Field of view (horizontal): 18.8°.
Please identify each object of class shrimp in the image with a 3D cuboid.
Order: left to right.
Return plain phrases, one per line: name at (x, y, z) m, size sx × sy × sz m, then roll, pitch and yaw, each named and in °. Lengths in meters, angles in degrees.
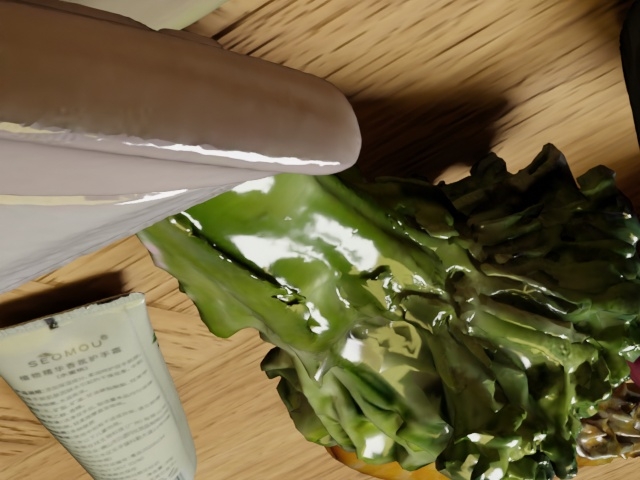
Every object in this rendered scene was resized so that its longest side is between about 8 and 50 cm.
shrimp at (0.112, 0.087, 1.070) m, size 0.249 × 0.068 × 0.150 m, roll 6°, pitch 144°, yaw -35°

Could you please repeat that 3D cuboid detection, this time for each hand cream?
hand cream at (-0.101, 0.080, 0.925) m, size 0.080 × 0.050 × 0.234 m, roll -16°, pitch 154°, yaw 0°

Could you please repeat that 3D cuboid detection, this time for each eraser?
eraser at (-0.143, -0.026, 0.421) m, size 0.204 × 0.059 × 0.243 m, roll -21°, pitch 154°, yaw 39°

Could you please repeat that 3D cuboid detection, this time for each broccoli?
broccoli at (-0.001, -0.006, 0.698) m, size 0.165 × 0.145 × 0.304 m, roll 15°, pitch 171°, yaw 41°

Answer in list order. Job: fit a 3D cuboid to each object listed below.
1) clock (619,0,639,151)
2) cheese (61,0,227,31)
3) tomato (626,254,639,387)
clock at (0.258, -0.090, 0.699) m, size 0.312 × 0.061 × 0.312 m, roll -15°, pitch 165°, yaw -4°
cheese at (-0.107, -0.077, 0.487) m, size 0.163 × 0.082 × 0.286 m, roll 9°, pitch 147°, yaw -44°
tomato at (0.283, 0.087, 0.945) m, size 0.176 × 0.335 × 0.289 m, roll -45°, pitch -168°, yaw 3°
